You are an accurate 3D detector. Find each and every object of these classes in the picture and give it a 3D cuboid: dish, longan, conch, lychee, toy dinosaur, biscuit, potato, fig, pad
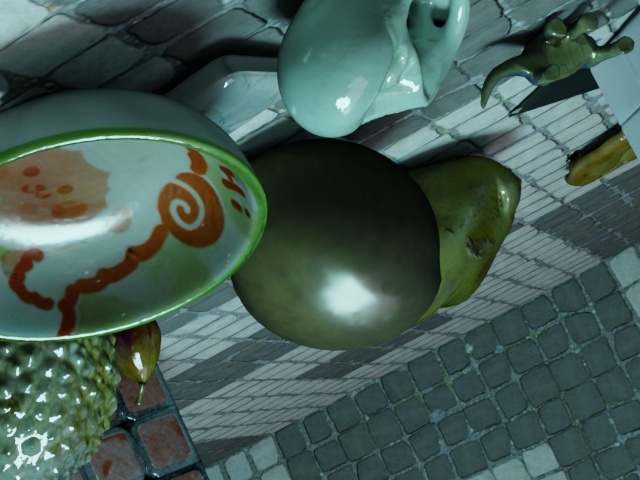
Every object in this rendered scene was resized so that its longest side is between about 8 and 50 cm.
[{"bbox_3d":[-0.217,-0.043,1.360,0.324,0.124,0.324,-13,149,-8],"label":"dish"},{"bbox_3d":[0.000,0.000,1.769,0.300,0.300,0.243,114,1,-71],"label":"longan"},{"bbox_3d":[0.050,-0.179,1.380,0.185,0.121,0.221,-38,170,31],"label":"conch"},{"bbox_3d":[-0.335,0.146,1.664,0.255,0.255,0.274,-13,147,-45],"label":"lychee"},{"bbox_3d":[0.265,-0.204,1.829,0.247,0.075,0.188,-28,176,-18],"label":"toy dinosaur"},{"bbox_3d":[0.500,-0.155,2.524,0.203,0.041,0.260,-23,169,-11],"label":"biscuit"},{"bbox_3d":[0.145,-0.007,2.111,0.351,0.202,0.218,-34,160,-24],"label":"potato"},{"bbox_3d":[-0.258,0.166,2.165,0.088,0.125,0.089,-20,168,-4],"label":"fig"},{"bbox_3d":[0.353,-0.215,2.078,0.193,0.004,0.116,-18,166,-29],"label":"pad"}]

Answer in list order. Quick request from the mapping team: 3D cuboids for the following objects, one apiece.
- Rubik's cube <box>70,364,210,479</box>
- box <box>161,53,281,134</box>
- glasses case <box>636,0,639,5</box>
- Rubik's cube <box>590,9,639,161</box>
[{"bbox_3d":[-0.387,0.396,2.445,0.305,0.304,0.301,-14,163,-38],"label":"Rubik's cube"},{"bbox_3d":[-0.155,-0.098,1.495,0.285,0.044,0.142,-32,170,28],"label":"box"},{"bbox_3d":[0.364,-0.286,1.754,0.021,0.032,0.083,-28,167,17],"label":"glasses case"},{"bbox_3d":[0.562,-0.199,1.904,0.291,0.290,0.291,-21,167,-22],"label":"Rubik's cube"}]
